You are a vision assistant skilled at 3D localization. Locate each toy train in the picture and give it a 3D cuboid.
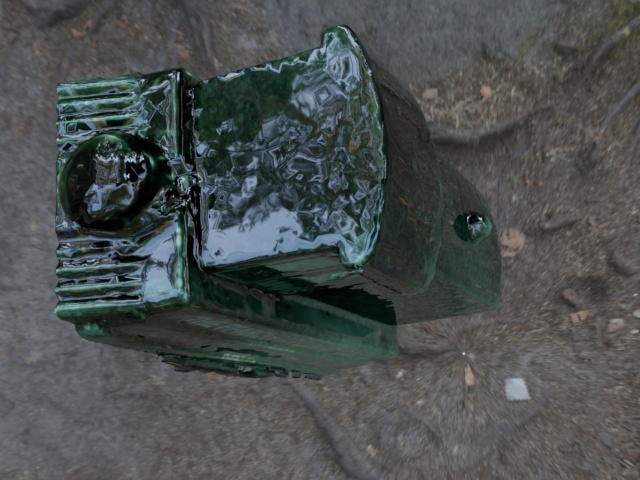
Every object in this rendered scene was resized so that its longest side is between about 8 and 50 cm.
[{"bbox_3d":[0.000,0.000,0.519,0.178,0.330,0.139,-12,74,23],"label":"toy train"}]
